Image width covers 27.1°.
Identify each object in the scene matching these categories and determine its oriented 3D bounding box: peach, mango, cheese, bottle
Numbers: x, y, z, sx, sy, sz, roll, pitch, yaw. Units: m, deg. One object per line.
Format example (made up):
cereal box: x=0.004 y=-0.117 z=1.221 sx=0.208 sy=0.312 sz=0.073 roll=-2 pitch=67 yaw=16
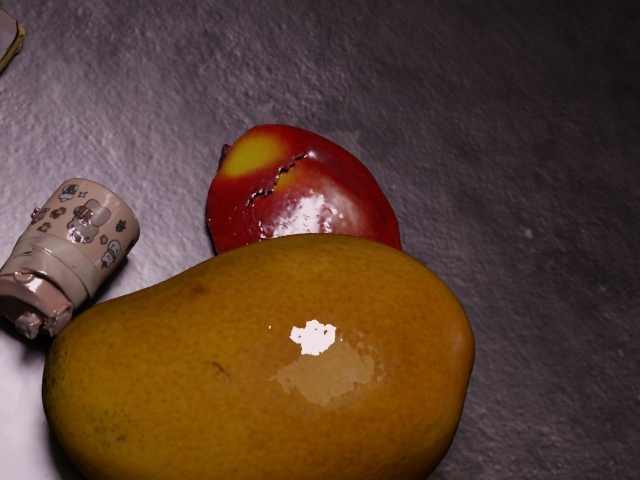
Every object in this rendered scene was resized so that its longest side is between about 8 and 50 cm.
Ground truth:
peach: x=0.000 y=-0.003 z=1.306 sx=0.189 sy=0.068 sz=0.279 roll=-35 pitch=80 yaw=-23
mango: x=-0.051 y=0.127 z=1.157 sx=0.378 sy=0.221 sz=0.263 roll=-5 pitch=73 yaw=-6
cheese: x=-0.380 y=-0.217 z=1.312 sx=0.162 sy=0.036 sz=0.086 roll=29 pitch=66 yaw=-1
bottle: x=-0.242 y=0.023 z=1.210 sx=0.099 sy=0.099 sz=0.152 roll=33 pitch=60 yaw=1
